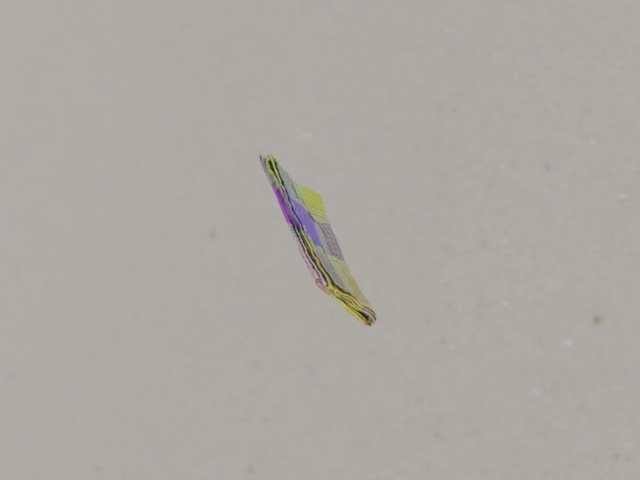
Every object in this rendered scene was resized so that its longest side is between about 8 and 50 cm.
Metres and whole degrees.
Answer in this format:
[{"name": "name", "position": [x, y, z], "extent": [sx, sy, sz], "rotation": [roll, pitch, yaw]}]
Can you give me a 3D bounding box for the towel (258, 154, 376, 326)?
[{"name": "towel", "position": [0.000, 0.000, 0.770], "extent": [0.009, 0.060, 0.083], "rotation": [-33, 56, 12]}]
